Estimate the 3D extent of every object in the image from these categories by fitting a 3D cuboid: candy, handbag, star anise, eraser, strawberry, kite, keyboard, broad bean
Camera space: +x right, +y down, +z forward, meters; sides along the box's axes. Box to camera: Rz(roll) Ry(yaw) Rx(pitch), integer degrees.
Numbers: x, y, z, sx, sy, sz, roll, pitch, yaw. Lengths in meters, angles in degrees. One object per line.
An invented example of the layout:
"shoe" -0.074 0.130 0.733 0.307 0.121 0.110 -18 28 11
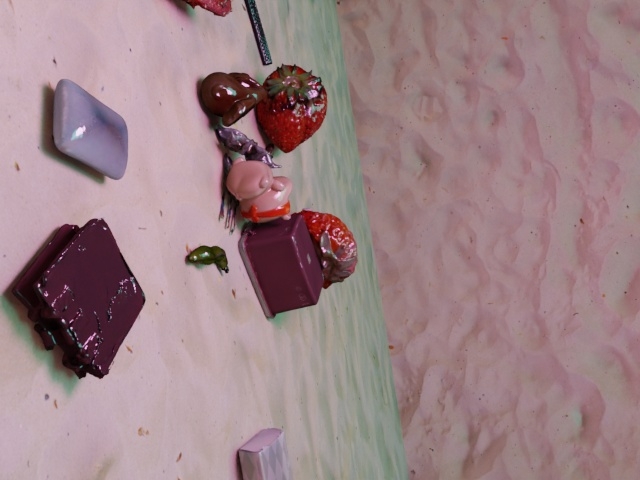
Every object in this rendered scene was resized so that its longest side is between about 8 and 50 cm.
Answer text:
"candy" -0.414 -0.199 1.133 0.174 0.071 0.138 40 41 -67
"handbag" -0.390 0.094 1.022 0.216 0.074 0.203 -76 151 -52
"star anise" -0.213 -0.265 1.777 0.205 0.061 0.180 30 10 -28
"eraser" -0.113 0.693 1.552 0.213 0.082 0.396 -1 80 -73
"strawberry" 0.000 0.000 2.048 0.336 0.149 0.265 37 -31 52
"kite" -0.252 -0.129 1.758 0.141 0.015 0.245 59 25 -48
"strawberry" -0.105 -0.441 2.140 0.238 0.250 0.288 50 -22 25
"keyboard" -0.234 -0.794 2.264 0.101 0.018 0.309 -60 136 -68
"broad bean" -0.268 0.038 1.530 0.195 0.046 0.061 36 43 -70

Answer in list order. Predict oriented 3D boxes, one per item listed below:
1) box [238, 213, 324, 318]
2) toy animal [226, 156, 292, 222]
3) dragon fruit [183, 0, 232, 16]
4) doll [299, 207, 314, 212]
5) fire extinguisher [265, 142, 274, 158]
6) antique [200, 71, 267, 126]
"box" -0.107 0.070 1.850 0.193 0.168 0.293 -69 145 -59
"toy animal" -0.167 -0.132 1.745 0.197 0.172 0.171 60 24 -48
"dragon fruit" -0.361 -0.726 1.589 0.205 0.152 0.316 -45 138 -50
"doll" -0.017 0.017 2.274 0.151 0.151 0.287 -57 127 -68
"fire extinguisher" -0.177 -0.291 2.118 0.100 0.032 0.046 -77 -174 -55
"antique" -0.253 -0.415 1.764 0.143 0.121 0.257 48 25 -8
